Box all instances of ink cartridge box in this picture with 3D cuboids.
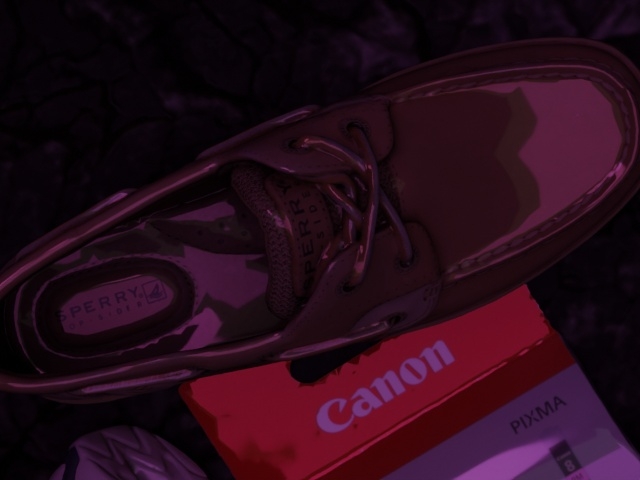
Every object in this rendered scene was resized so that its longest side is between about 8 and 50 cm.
[{"bbox_3d":[0.064,0.130,0.717,0.189,0.066,0.232,-32,102,5],"label":"ink cartridge box"}]

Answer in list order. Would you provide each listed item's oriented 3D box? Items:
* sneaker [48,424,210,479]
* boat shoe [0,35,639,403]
[{"bbox_3d":[-0.065,0.217,0.686,0.235,0.094,0.153,37,110,19],"label":"sneaker"},{"bbox_3d":[0.000,0.000,0.660,0.341,0.110,0.121,-23,90,5],"label":"boat shoe"}]
